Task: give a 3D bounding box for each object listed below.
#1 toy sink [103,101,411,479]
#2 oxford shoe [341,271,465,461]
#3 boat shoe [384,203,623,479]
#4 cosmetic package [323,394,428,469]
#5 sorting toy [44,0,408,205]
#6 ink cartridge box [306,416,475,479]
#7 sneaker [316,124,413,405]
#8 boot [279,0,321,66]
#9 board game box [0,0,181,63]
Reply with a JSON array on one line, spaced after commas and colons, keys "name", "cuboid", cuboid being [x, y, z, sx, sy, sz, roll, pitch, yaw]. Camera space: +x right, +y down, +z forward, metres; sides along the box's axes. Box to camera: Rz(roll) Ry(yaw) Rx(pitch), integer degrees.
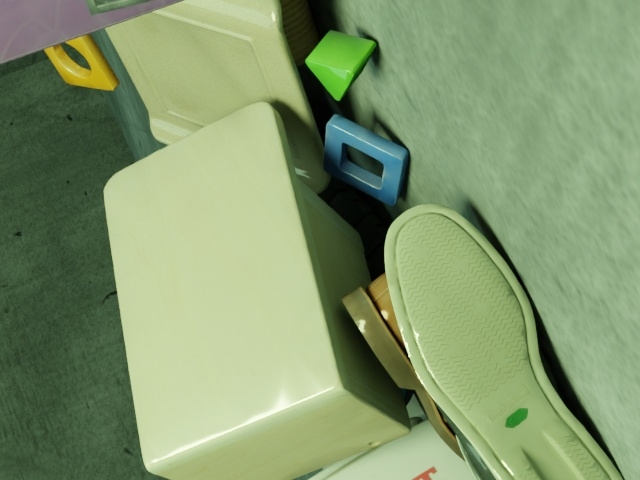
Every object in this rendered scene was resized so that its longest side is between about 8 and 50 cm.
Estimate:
[{"name": "toy sink", "cuboid": [-0.048, 0.046, 0.832, 0.131, 0.153, 0.234, 39, -150, -55]}, {"name": "oxford shoe", "cuboid": [0.096, 0.092, 0.796, 0.212, 0.076, 0.076, 54, -178, -43]}, {"name": "boat shoe", "cuboid": [0.101, 0.089, 0.703, 0.233, 0.084, 0.079, 62, 168, 6]}, {"name": "cosmetic package", "cuboid": [-0.018, 0.065, 1.192, 0.377, 0.097, 0.284, 62, 166, 20]}, {"name": "sorting toy", "cuboid": [-0.080, -0.134, 0.867, 0.348, 0.047, 0.196, 21, 150, 26]}, {"name": "ink cartridge box", "cuboid": [0.073, 0.369, 0.815, 0.395, 0.285, 0.166, 55, 166, 27]}, {"name": "sneaker", "cuboid": [0.000, 0.000, 0.984, 0.139, 0.125, 0.340, 49, -161, -73]}, {"name": "boot", "cuboid": [-0.113, -0.263, 0.901, 0.295, 0.104, 0.211, 34, 156, 48]}, {"name": "board game box", "cuboid": [-0.075, -0.126, 0.390, 0.208, 0.347, 0.056, -129, 21, -52]}]
